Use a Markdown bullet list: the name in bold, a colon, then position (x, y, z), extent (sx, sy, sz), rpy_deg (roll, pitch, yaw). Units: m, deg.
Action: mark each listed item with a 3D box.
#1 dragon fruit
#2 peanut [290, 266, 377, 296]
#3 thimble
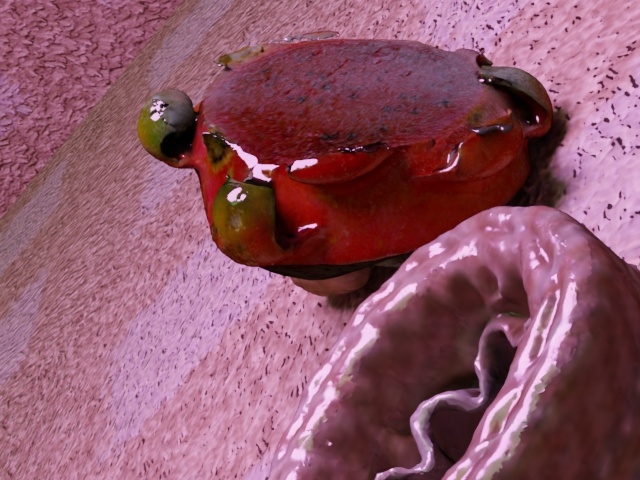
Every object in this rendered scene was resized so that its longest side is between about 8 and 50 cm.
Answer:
- **dragon fruit**: position (0.019, -0.062, 0.992), extent (0.295, 0.130, 0.268), rpy_deg (0, 35, 11)
- **peanut**: position (0.000, 0.000, 1.118), extent (0.080, 0.080, 0.174), rpy_deg (-51, 16, 3)
- **thimble**: position (0.086, 0.109, 0.639), extent (0.196, 0.148, 0.229), rpy_deg (-14, 45, 57)
